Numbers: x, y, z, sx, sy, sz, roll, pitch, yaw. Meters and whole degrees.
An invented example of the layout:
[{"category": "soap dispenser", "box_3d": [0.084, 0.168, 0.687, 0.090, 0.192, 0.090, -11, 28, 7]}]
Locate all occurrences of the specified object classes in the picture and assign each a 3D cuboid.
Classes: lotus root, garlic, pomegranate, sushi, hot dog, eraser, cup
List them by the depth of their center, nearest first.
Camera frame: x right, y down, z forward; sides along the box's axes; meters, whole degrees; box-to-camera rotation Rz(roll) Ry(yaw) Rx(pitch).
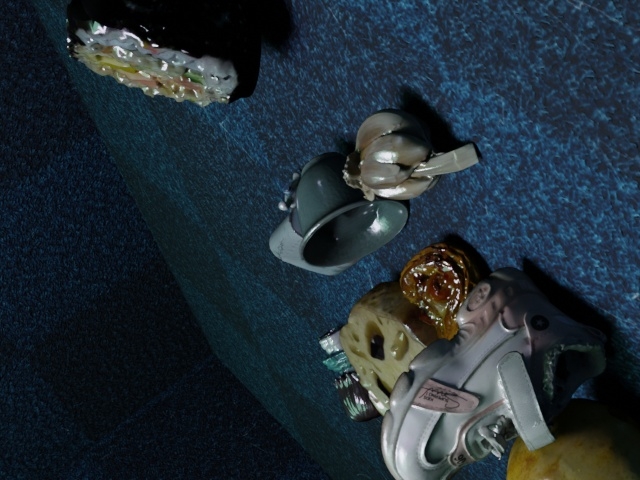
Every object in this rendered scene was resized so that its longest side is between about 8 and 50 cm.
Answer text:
[{"category": "garlic", "box_3d": [0.132, -0.126, 1.486, 0.194, 0.127, 0.131, -7, 142, 42]}, {"category": "pomegranate", "box_3d": [0.385, 0.333, 1.527, 0.233, 0.233, 0.233, 47, 163, 19]}, {"category": "sushi", "box_3d": [-0.235, -0.391, 1.687, 0.328, 0.285, 0.328, 15, 172, -7]}, {"category": "hot dog", "box_3d": [0.208, 0.089, 1.724, 0.160, 0.099, 0.227, 45, 159, 24]}, {"category": "cup", "box_3d": [0.031, -0.069, 1.787, 0.199, 0.199, 0.150, 86, 162, -62]}, {"category": "lotus root", "box_3d": [0.177, 0.246, 2.005, 0.375, 0.111, 0.390, 22, 142, 43]}, {"category": "eraser", "box_3d": [0.000, 0.000, 2.041, 0.174, 0.081, 0.227, 21, 166, -8]}]

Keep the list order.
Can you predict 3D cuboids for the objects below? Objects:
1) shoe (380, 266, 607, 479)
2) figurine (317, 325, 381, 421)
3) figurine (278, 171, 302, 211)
[{"category": "shoe", "box_3d": [0.240, 0.214, 1.464, 0.198, 0.351, 0.172, 30, 172, 39]}, {"category": "figurine", "box_3d": [0.084, 0.327, 2.553, 0.246, 0.110, 0.138, 60, 146, -1]}, {"category": "figurine", "box_3d": [-0.043, -0.091, 2.077, 0.086, 0.082, 0.094, 25, -119, -60]}]
